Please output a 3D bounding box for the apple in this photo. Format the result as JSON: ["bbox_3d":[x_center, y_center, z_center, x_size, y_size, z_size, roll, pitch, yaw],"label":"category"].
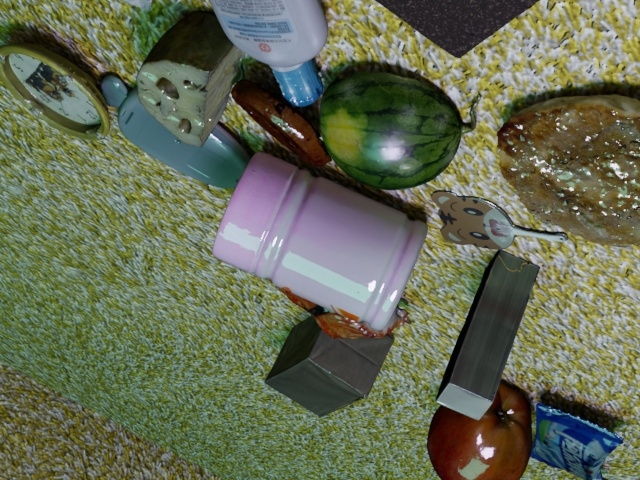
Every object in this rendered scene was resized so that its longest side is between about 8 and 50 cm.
[{"bbox_3d":[0.324,0.400,2.451,0.234,0.234,0.234,19,152,11],"label":"apple"}]

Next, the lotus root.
[{"bbox_3d":[-0.195,-0.251,1.854,0.138,0.119,0.235,26,154,-3],"label":"lotus root"}]

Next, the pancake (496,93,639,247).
[{"bbox_3d":[0.415,-0.088,1.710,0.356,0.065,0.356,19,150,12],"label":"pancake"}]

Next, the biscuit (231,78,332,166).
[{"bbox_3d":[-0.058,-0.182,1.882,0.192,0.049,0.192,38,180,0],"label":"biscuit"}]

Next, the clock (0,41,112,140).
[{"bbox_3d":[-0.449,-0.264,2.090,0.237,0.057,0.237,25,155,13],"label":"clock"}]

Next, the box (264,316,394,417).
[{"bbox_3d":[0.018,0.245,2.506,0.149,0.155,0.231,34,152,-12],"label":"box"}]

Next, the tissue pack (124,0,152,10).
[{"bbox_3d":[-0.326,-0.412,1.776,0.193,0.026,0.122,26,152,-4],"label":"tissue pack"}]

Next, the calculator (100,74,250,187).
[{"bbox_3d":[-0.252,-0.183,2.095,0.299,0.041,0.185,32,151,-12],"label":"calculator"}]

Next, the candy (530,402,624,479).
[{"bbox_3d":[0.514,0.415,2.484,0.187,0.077,0.331,20,154,14],"label":"candy"}]

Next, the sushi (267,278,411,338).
[{"bbox_3d":[0.021,0.082,2.261,0.332,0.130,0.124,44,152,-22],"label":"sushi"}]

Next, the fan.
[{"bbox_3d":[0.290,-0.020,1.981,0.227,0.008,0.152,12,149,25],"label":"fan"}]

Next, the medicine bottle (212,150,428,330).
[{"bbox_3d":[0.000,0.000,2.040,0.316,0.202,0.202,25,152,2],"label":"medicine bottle"}]

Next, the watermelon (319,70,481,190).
[{"bbox_3d":[0.102,-0.145,1.793,0.232,0.127,0.204,15,148,7],"label":"watermelon"}]

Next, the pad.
[{"bbox_3d":[0.175,-0.351,1.507,0.220,0.004,0.330,33,151,-16],"label":"pad"}]

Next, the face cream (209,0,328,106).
[{"bbox_3d":[-0.070,-0.314,1.683,0.163,0.080,0.336,9,149,26],"label":"face cream"}]

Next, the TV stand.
[{"bbox_3d":[0.276,0.152,2.010,0.083,0.269,0.088,24,149,4],"label":"TV stand"}]
